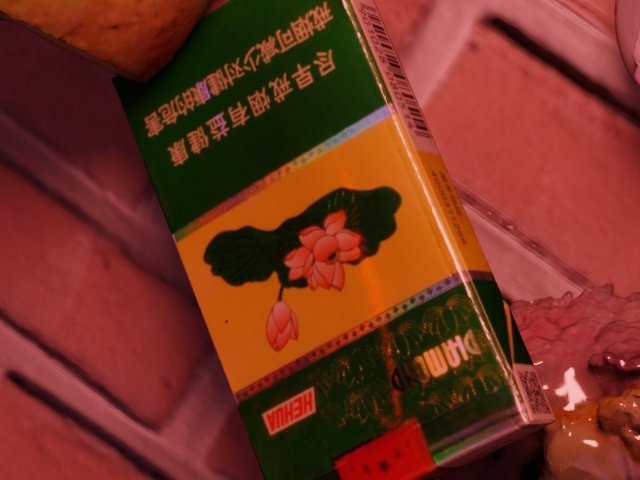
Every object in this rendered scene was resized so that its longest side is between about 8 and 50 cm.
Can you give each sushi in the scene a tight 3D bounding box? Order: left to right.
[{"bbox_3d":[0.163,0.111,0.820,0.241,0.107,0.161,-4,112,20],"label":"sushi"}]

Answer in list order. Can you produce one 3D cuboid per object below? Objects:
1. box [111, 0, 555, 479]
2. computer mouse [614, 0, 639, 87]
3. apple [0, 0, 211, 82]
[{"bbox_3d":[0.000,0.000,0.821,0.132,0.034,0.235,-30,72,25],"label":"box"},{"bbox_3d":[0.191,-0.160,0.732,0.126,0.056,0.245,14,113,13],"label":"computer mouse"},{"bbox_3d":[-0.153,-0.196,0.808,0.265,0.120,0.193,28,103,9],"label":"apple"}]
